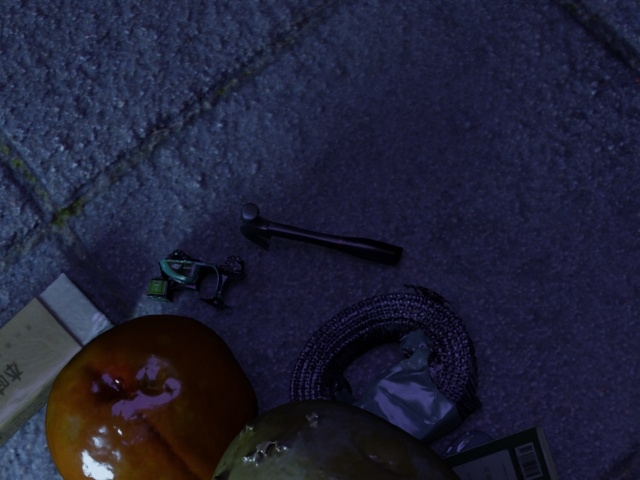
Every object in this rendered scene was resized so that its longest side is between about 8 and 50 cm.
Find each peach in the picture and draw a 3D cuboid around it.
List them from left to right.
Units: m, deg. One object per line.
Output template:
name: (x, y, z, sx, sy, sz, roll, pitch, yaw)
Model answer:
peach: (-0.273, 0.284, 1.875, 0.342, 0.302, 0.343, -3, 69, 7)

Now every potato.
potato: (0.053, 0.396, 1.686, 0.442, 0.385, 0.320, 23, 111, 13)

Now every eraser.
eraser: (-0.526, 0.224, 2.058, 0.144, 0.078, 0.343, 42, 81, 19)

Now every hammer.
hammer: (0.000, 0.000, 2.051, 0.289, 0.137, 0.037, 13, 72, -1)

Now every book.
book: (0.256, 0.423, 1.819, 0.264, 0.027, 0.202, -26, 70, 28)

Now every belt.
belt: (0.104, 0.229, 1.936, 0.324, 0.122, 0.260, -30, 64, -2)

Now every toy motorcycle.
toy motorcycle: (-0.215, 0.070, 2.080, 0.173, 0.058, 0.100, 5, 78, 12)

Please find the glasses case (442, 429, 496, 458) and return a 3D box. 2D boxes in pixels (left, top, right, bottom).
glasses case: (0.319, 0.409, 1.856, 0.282, 0.067, 0.109, 34, 79, 23)
